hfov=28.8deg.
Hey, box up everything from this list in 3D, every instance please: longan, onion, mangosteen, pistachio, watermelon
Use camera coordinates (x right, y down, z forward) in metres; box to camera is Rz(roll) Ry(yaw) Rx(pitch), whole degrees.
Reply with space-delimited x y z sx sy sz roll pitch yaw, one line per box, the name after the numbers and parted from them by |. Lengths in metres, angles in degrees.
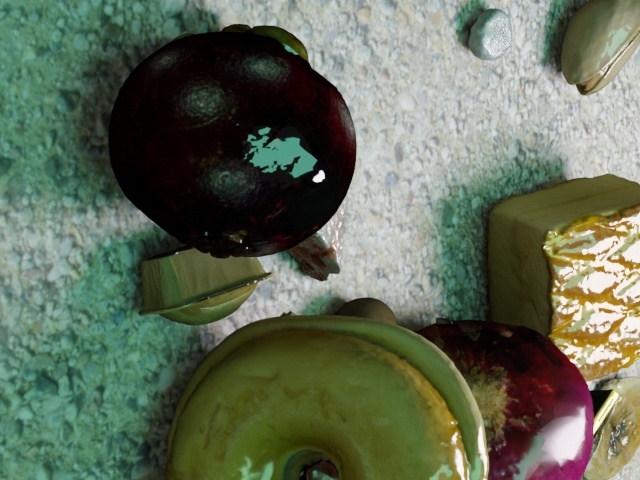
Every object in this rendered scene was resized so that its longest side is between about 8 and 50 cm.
0.059 0.136 1.816 0.113 0.092 0.113 -22 135 -23 | longan
0.233 0.297 1.899 0.347 0.348 0.385 -52 162 -19 | onion
-0.095 -0.124 1.470 0.297 0.297 0.293 39 77 -42 | mangosteen
0.461 -0.326 2.036 0.124 0.124 0.184 26 87 -44 | pistachio
-0.017 -0.005 1.707 0.121 0.098 0.158 -9 112 -40 | watermelon

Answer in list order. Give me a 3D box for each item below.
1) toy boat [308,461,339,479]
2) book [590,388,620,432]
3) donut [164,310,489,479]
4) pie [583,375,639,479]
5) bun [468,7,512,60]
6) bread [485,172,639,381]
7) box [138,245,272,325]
0.058 0.293 1.724 0.096 0.282 0.206 41 75 -47 | toy boat
0.314 0.391 2.019 0.028 0.262 0.374 43 69 -11 | book
0.002 0.296 1.588 0.198 0.449 0.448 12 94 -67 | donut
0.563 0.360 2.373 0.185 0.052 0.218 17 92 -49 | pie
0.258 -0.314 1.905 0.083 0.045 0.083 -12 107 -43 | bun
0.426 0.060 2.023 0.279 0.207 0.279 -16 112 -20 | bread
-0.149 0.054 1.593 0.177 0.111 0.111 -20 115 -37 | box
